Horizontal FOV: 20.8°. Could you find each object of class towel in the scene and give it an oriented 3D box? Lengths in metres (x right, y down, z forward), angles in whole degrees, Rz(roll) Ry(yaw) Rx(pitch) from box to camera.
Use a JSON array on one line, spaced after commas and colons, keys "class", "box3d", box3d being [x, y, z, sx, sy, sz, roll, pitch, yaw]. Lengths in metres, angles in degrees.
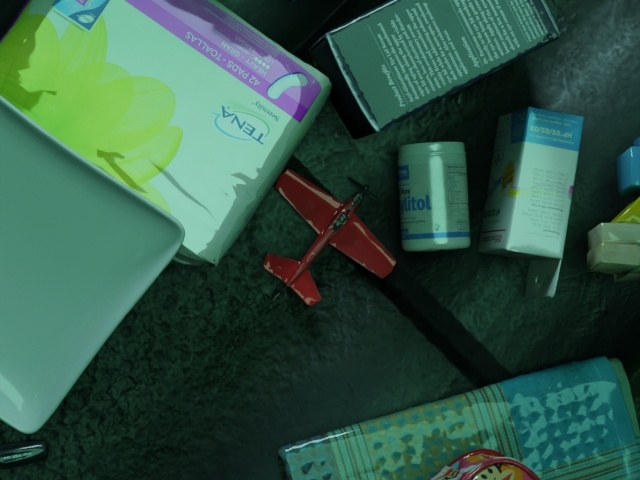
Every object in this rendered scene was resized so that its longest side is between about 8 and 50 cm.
[{"class": "towel", "box3d": [0.163, 0.287, 1.762, 0.370, 0.040, 0.271, -14, 91, -10]}]

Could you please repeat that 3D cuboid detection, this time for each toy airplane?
[{"class": "toy airplane", "box3d": [0.000, 0.000, 1.743, 0.151, 0.028, 0.151, 1, 87, -10]}]

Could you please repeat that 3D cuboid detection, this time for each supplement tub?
[{"class": "supplement tub", "box3d": [0.113, -0.043, 1.745, 0.071, 0.071, 0.107, -4, 88, -11]}]

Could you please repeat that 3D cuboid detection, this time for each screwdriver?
[{"class": "screwdriver", "box3d": [-0.346, 0.219, 1.677, 0.170, 0.024, 0.025, -14, 120, -5]}]

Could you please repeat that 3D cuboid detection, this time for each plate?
[{"class": "plate", "box3d": [-0.307, 0.006, 1.630, 0.278, 0.045, 0.277, 36, 110, -8]}]

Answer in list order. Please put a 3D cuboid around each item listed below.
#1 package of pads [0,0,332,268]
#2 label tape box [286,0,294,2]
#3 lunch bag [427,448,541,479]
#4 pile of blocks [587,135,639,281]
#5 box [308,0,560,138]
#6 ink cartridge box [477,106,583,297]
[{"class": "package of pads", "box3d": [-0.168, -0.135, 1.678, 0.296, 0.101, 0.229, 34, 82, -8]}, {"class": "label tape box", "box3d": [0.022, -0.437, 1.721, 0.241, 0.106, 0.333, -22, 92, -11]}, {"class": "lunch bag", "box3d": [0.142, 0.373, 1.676, 0.293, 0.120, 0.258, -38, 96, -9]}, {"class": "pile of blocks", "box3d": [0.386, -0.086, 1.785, 0.362, 0.112, 0.149, -36, 85, -18]}, {"class": "box", "box3d": [0.106, -0.193, 1.701, 0.207, 0.153, 0.108, -28, 94, -5]}, {"class": "ink cartridge box", "box3d": [0.206, -0.036, 1.744, 0.062, 0.104, 0.181, 10, 86, -10]}]
